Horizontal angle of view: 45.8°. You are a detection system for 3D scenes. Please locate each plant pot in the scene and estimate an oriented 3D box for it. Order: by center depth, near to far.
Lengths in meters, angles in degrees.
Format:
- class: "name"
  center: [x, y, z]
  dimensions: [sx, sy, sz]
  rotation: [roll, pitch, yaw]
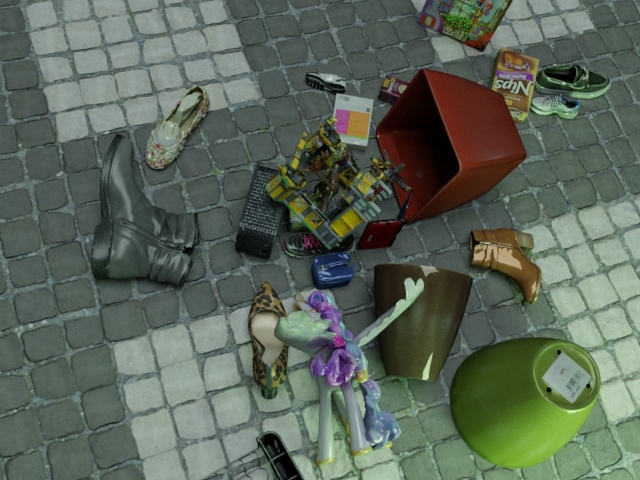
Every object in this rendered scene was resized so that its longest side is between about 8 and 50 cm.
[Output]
- class: "plant pot"
  center: [0.442, 0.307, 1.552]
  dimensions: [0.275, 0.293, 0.274]
  rotation: [4, 66, -8]
- class: "plant pot"
  center: [0.207, 0.182, 1.632]
  dimensions: [0.215, 0.215, 0.230]
  rotation: [10, 80, -5]
- class: "plant pot"
  center: [0.319, -0.224, 1.793]
  dimensions: [0.236, 0.267, 0.267]
  rotation: [-7, 68, -26]

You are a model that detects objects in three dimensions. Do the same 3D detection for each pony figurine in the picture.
- class: "pony figurine"
  center: [0.042, 0.239, 1.499]
  dimensions: [0.303, 0.351, 0.363]
  rotation: [-7, 72, -24]

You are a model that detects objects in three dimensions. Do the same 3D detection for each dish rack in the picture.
- class: "dish rack"
  center: [-0.158, 0.527, 1.479]
  dimensions: [0.272, 0.074, 0.208]
  rotation: [-26, 73, -18]

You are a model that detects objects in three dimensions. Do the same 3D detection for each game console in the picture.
- class: "game console"
  center: [0.148, -0.047, 1.737]
  dimensions: [0.124, 0.144, 0.085]
  rotation: [-6, 67, -11]

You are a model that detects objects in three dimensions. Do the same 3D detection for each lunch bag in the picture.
- class: "lunch bag"
  center: [0.031, 0.067, 1.711]
  dimensions: [0.099, 0.065, 0.067]
  rotation: [-10, 69, -13]

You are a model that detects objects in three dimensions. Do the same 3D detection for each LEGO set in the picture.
- class: "LEGO set"
  center: [0.055, -0.154, 1.665]
  dimensions: [0.255, 0.192, 0.331]
  rotation: [52, 37, -2]

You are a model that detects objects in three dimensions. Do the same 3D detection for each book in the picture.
- class: "book"
  center: [0.076, -0.296, 1.894]
  dimensions: [0.096, 0.035, 0.144]
  rotation: [10, 65, -2]

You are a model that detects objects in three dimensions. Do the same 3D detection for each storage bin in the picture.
- class: "storage bin"
  center: [-0.130, -0.065, 1.710]
  dimensions: [0.084, 0.122, 0.180]
  rotation: [15, 65, -3]

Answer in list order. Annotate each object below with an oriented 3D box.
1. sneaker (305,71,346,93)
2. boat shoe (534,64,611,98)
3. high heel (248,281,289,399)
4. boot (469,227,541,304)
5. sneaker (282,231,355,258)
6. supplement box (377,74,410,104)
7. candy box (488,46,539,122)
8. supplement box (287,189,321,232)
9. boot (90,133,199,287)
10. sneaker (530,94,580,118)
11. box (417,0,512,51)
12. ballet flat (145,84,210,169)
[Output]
- class: "sneaker"
  center: [0.015, -0.406, 1.931]
  dimensions: [0.109, 0.040, 0.043]
  rotation: [18, 49, -5]
- class: "boat shoe"
  center: [0.683, -0.430, 2.029]
  dimensions: [0.219, 0.070, 0.077]
  rotation: [-3, 68, -11]
- class: "high heel"
  center: [-0.104, 0.186, 1.570]
  dimensions: [0.093, 0.186, 0.261]
  rotation: [-2, 67, -5]
- class: "boot"
  center: [0.429, 0.059, 1.780]
  dimensions: [0.152, 0.073, 0.197]
  rotation: [5, 54, -9]
- class: "sneaker"
  center: [0.000, 0.000, 1.729]
  dimensions: [0.171, 0.075, 0.063]
  rotation: [0, 67, -9]
- class: "supplement box"
  center: [0.196, -0.380, 1.942]
  dimensions: [0.083, 0.043, 0.055]
  rotation: [20, 67, 0]
- class: "candy box"
  center: [0.505, -0.411, 2.003]
  dimensions: [0.109, 0.053, 0.186]
  rotation: [18, 67, -2]
- class: "supplement box"
  center: [-0.035, -0.067, 1.762]
  dimensions: [0.083, 0.056, 0.083]
  rotation: [3, 66, -8]
- class: "boot"
  center: [-0.378, -0.063, 1.687]
  dimensions: [0.223, 0.118, 0.338]
  rotation: [5, 77, -11]
- class: "sneaker"
  center: [0.619, -0.362, 1.997]
  dimensions: [0.135, 0.058, 0.052]
  rotation: [7, 66, -6]
- class: "box"
  center: [0.382, -0.623, 1.939]
  dimensions: [0.201, 0.293, 0.057]
  rotation: [25, 68, 2]
- class: "ballet flat"
  center: [-0.341, -0.278, 1.792]
  dimensions: [0.091, 0.077, 0.241]
  rotation: [26, 66, 1]
